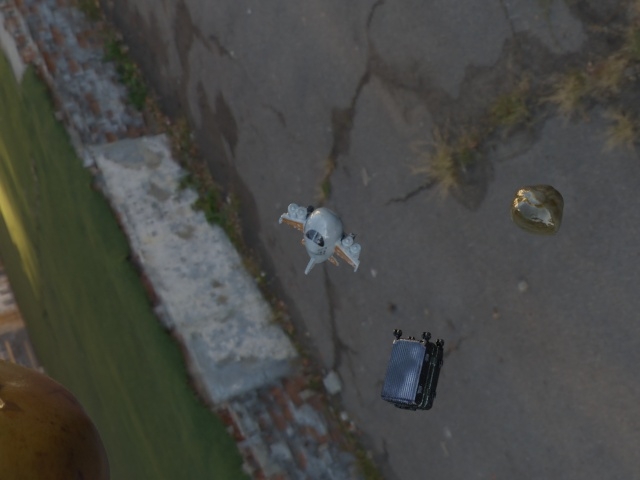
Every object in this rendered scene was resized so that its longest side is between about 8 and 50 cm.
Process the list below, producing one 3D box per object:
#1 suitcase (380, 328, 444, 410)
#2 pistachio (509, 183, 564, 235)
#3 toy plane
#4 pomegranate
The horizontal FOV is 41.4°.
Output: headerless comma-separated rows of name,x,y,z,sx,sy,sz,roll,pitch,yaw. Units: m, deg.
suitcase,0.152,0.217,1.405,0.086,0.059,0.126,-1,68,46
pistachio,0.467,-0.063,1.835,0.126,0.108,0.185,53,177,-3
toy plane,0.000,0.000,2.192,0.244,0.117,0.245,32,157,15
pomegranate,-0.502,0.362,1.158,0.417,0.416,0.417,46,147,43
